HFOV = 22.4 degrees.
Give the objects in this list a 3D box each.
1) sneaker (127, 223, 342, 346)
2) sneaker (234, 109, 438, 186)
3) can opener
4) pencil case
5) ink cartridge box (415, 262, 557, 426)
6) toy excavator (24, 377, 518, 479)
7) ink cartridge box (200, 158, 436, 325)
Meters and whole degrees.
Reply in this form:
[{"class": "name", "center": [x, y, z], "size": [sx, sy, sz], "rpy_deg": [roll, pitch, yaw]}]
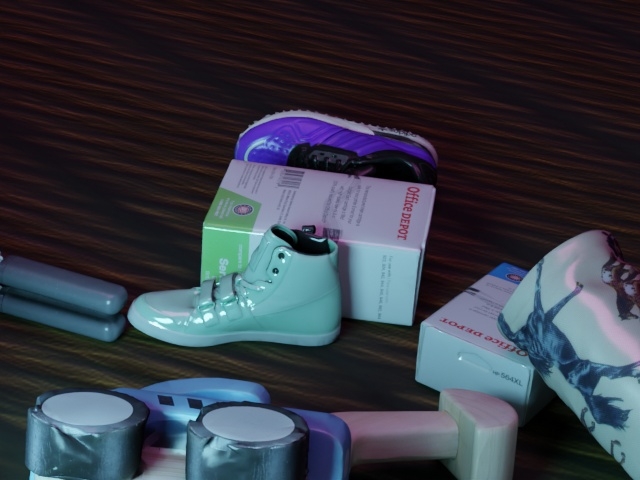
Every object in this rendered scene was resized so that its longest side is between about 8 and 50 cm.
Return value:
[{"class": "sneaker", "center": [-0.099, 0.043, 1.915], "size": [0.255, 0.151, 0.094], "rpy_deg": [1, 29, -6]}, {"class": "sneaker", "center": [0.023, -0.104, 2.272], "size": [0.293, 0.102, 0.146], "rpy_deg": [5, 28, -1]}, {"class": "can opener", "center": [-0.354, 0.047, 1.944], "size": [0.280, 0.074, 0.093], "rpy_deg": [16, 29, 20]}, {"class": "pencil case", "center": [0.359, 0.158, 1.672], "size": [0.183, 0.160, 0.410], "rpy_deg": [-14, 48, -35]}, {"class": "ink cartridge box", "center": [0.225, 0.118, 1.897], "size": [0.148, 0.086, 0.203], "rpy_deg": [22, 33, 28]}, {"class": "toy excavator", "center": [-0.036, 0.219, 1.552], "size": [0.432, 0.222, 0.445], "rpy_deg": [6, 15, 8]}, {"class": "ink cartridge box", "center": [0.000, 0.000, 2.053], "size": [0.272, 0.115, 0.198], "rpy_deg": [8, 28, 5]}]
